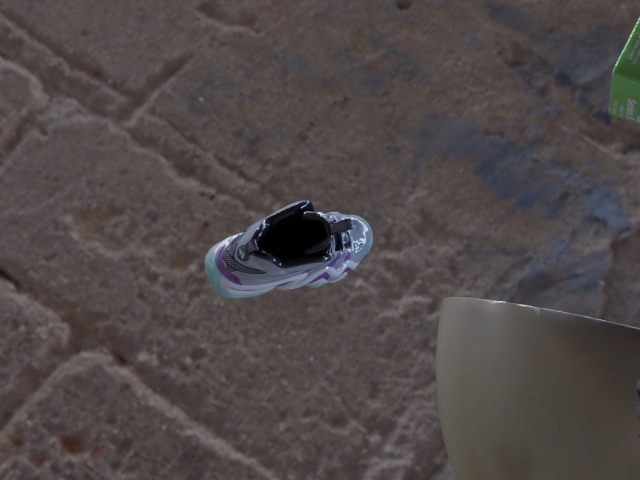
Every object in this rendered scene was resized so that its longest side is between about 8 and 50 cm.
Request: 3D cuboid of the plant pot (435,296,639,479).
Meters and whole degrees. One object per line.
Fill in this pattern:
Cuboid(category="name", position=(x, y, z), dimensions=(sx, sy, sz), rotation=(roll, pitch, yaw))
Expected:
Cuboid(category="plant pot", position=(0.220, 0.173, 0.858), dimensions=(0.284, 0.190, 0.284), rotation=(14, -7, 2))

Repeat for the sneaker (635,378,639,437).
Cuboid(category="sneaker", position=(0.249, 0.064, 0.574), dimensions=(0.100, 0.271, 0.108), rotation=(32, -39, -26))

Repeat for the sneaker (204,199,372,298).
Cuboid(category="sneaker", position=(0.000, 0.000, 0.489), dimensions=(0.069, 0.098, 0.038), rotation=(-31, -100, 52))

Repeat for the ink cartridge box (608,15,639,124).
Cuboid(category="ink cartridge box", position=(0.507, -0.206, 1.202), dimensions=(0.273, 0.198, 0.115), rotation=(25, -13, 20))
